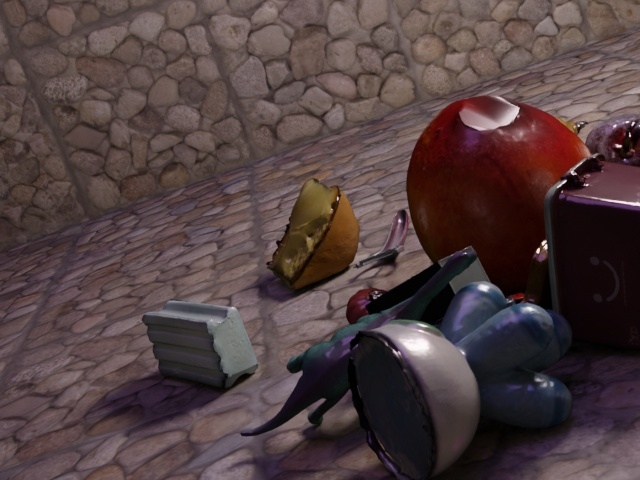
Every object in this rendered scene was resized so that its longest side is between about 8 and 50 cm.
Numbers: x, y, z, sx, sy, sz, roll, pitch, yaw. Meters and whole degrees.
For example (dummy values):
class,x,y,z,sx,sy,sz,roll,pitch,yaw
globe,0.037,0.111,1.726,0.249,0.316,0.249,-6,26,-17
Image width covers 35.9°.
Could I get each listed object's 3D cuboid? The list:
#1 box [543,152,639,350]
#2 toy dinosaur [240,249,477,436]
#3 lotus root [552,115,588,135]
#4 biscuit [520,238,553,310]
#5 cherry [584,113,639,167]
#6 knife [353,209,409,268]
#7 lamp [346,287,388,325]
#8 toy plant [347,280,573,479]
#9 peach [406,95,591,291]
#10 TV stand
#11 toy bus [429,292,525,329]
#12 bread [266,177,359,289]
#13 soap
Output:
class,x,y,z,sx,sy,sz,roll,pitch,yaw
box,0.469,0.024,1.529,0.168,0.294,0.193,10,32,38
toy dinosaur,0.053,0.164,1.535,0.383,0.129,0.331,-33,-13,-22
lotus root,0.584,-0.257,2.535,0.221,0.118,0.125,-22,49,-18
biscuit,0.388,0.060,1.628,0.041,0.208,0.290,19,47,33
cherry,0.667,-0.185,2.125,0.195,0.195,0.195,-18,17,6
knife,0.161,0.002,2.307,0.123,0.053,0.278,-17,16,23
lamp,0.102,0.138,1.882,0.108,0.092,0.107,8,39,-6
toy plant,0.228,0.186,1.428,0.332,0.247,0.247,-19,16,-21
peach,0.337,-0.096,1.885,0.388,0.388,0.388,-18,17,6
TV stand,0.183,0.100,1.721,0.083,0.088,0.269,-21,-10,-31
toy bus,0.266,0.152,1.688,0.195,0.081,0.089,-19,7,1
bread,0.000,0.000,2.315,0.262,0.163,0.204,-63,23,2
soap,-0.244,0.202,1.974,0.094,0.150,0.261,-26,17,-36
